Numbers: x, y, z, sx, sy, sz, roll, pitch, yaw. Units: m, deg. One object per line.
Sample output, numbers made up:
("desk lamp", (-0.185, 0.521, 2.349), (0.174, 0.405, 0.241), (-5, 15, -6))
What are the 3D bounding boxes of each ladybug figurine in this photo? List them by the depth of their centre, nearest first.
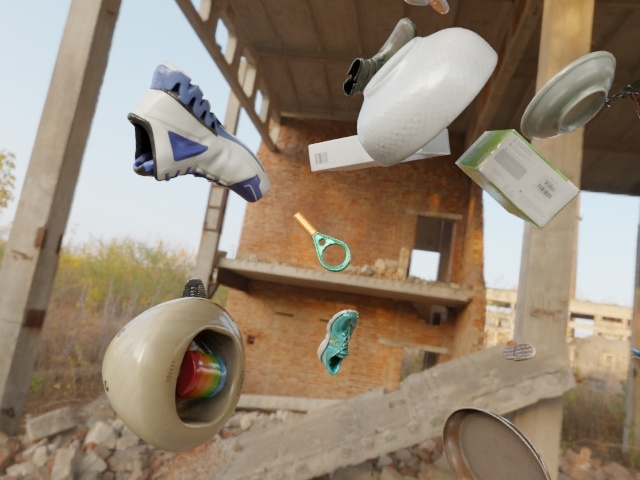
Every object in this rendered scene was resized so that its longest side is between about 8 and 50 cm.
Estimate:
("ladybug figurine", (-0.293, 0.272, 1.075), (0.162, 0.304, 0.449), (5, -20, 17))

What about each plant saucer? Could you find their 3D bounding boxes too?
("plant saucer", (0.427, 0.541, 1.239), (0.050, 0.310, 0.311), (-17, 5, -31))
("plant saucer", (0.953, -0.512, 1.938), (0.401, 0.100, 0.400), (-23, -29, -14))

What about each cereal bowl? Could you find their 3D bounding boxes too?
("cereal bowl", (0.198, -0.326, 1.103), (0.141, 0.338, 0.339), (42, -20, -16))

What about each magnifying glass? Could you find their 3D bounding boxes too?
("magnifying glass", (0.000, 0.000, 1.534), (0.231, 0.092, 0.026), (47, -6, 24))

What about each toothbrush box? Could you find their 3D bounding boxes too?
("toothbrush box", (0.462, -0.156, 1.249), (0.206, 0.122, 0.283), (42, 10, -2))

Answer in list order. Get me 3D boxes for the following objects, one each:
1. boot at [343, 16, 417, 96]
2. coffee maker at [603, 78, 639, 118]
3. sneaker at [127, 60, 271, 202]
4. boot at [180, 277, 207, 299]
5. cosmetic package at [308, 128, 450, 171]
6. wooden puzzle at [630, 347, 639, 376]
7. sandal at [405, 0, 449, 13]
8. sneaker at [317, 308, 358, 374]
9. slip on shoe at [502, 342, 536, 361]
("boot", (0.168, -0.513, 1.473), (0.161, 0.083, 0.246), (-18, -30, -35))
("coffee maker", (0.708, -0.252, 1.068), (0.171, 0.178, 0.120), (-15, 21, 39))
("sneaker", (-0.256, -0.162, 0.996), (0.128, 0.182, 0.315), (23, -21, 48))
("boot", (-0.378, 0.204, 1.568), (0.077, 0.197, 0.137), (2, 6, -6))
("cosmetic package", (0.196, -0.296, 1.682), (0.378, 0.097, 0.284), (-5, 3, 31))
("wooden puzzle", (0.678, 0.268, 1.045), (0.116, 0.014, 0.079), (58, -17, -24))
("sandal", (0.276, -0.674, 1.413), (0.102, 0.076, 0.265), (45, 16, 33))
("sneaker", (0.075, 0.357, 1.811), (0.107, 0.275, 0.110), (4, 33, -22))
("slip on shoe", (0.604, 0.341, 1.543), (0.041, 0.051, 0.135), (29, -25, -9))
